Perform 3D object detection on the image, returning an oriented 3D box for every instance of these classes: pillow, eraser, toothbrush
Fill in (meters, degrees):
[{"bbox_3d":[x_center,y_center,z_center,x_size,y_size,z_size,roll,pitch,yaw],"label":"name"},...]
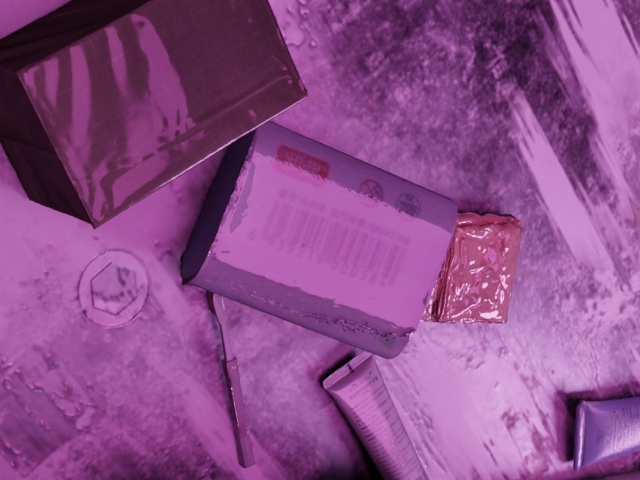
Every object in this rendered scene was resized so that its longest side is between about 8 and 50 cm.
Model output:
[{"bbox_3d":[0.121,0.027,1.509,0.232,0.043,0.126,5,101,-36],"label":"pillow"},{"bbox_3d":[0.000,0.000,1.373,0.227,0.081,0.174,22,92,-22],"label":"eraser"},{"bbox_3d":[-0.088,0.135,1.408,0.014,0.017,0.194,-20,110,-29],"label":"toothbrush"}]

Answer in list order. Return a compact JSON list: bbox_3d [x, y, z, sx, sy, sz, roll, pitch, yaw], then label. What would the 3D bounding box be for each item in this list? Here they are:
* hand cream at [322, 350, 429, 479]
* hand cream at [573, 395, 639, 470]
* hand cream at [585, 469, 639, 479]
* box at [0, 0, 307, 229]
[{"bbox_3d":[0.067,0.207,1.512,0.067,0.042,0.194,-33,110,-15],"label":"hand cream"},{"bbox_3d":[0.407,0.215,1.721,0.256,0.055,0.088,-8,111,-29],"label":"hand cream"},{"bbox_3d":[0.337,0.326,1.702,0.312,0.070,0.111,-6,104,-23],"label":"hand cream"},{"bbox_3d":[-0.158,-0.137,1.232,0.231,0.149,0.155,-35,116,-22],"label":"box"}]
